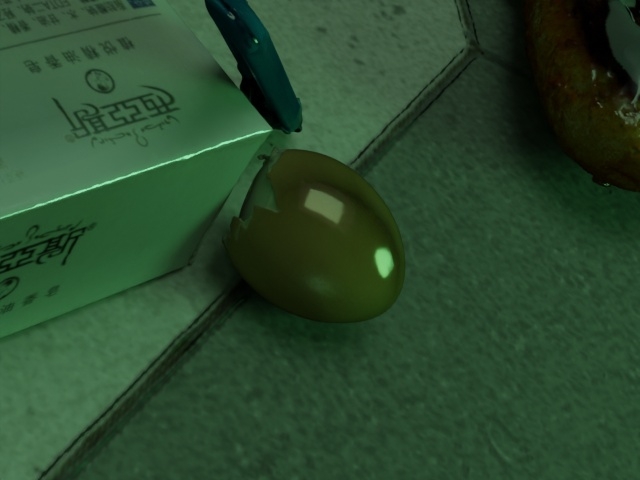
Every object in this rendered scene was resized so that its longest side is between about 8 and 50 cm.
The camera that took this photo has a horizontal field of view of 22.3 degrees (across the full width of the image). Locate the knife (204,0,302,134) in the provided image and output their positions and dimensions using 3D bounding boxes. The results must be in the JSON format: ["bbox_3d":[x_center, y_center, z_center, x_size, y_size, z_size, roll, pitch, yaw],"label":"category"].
[{"bbox_3d":[-0.032,-0.083,0.789,0.044,0.026,0.296,58,1,5],"label":"knife"}]

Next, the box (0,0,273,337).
[{"bbox_3d":[-0.191,-0.058,0.726,0.274,0.116,0.203,-23,66,-44],"label":"box"}]

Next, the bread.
[{"bbox_3d":[0.186,-0.122,1.055,0.139,0.095,0.269,15,31,-23],"label":"bread"}]

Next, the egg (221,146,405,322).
[{"bbox_3d":[0.000,0.000,0.821,0.096,0.080,0.080,28,42,-3],"label":"egg"}]
